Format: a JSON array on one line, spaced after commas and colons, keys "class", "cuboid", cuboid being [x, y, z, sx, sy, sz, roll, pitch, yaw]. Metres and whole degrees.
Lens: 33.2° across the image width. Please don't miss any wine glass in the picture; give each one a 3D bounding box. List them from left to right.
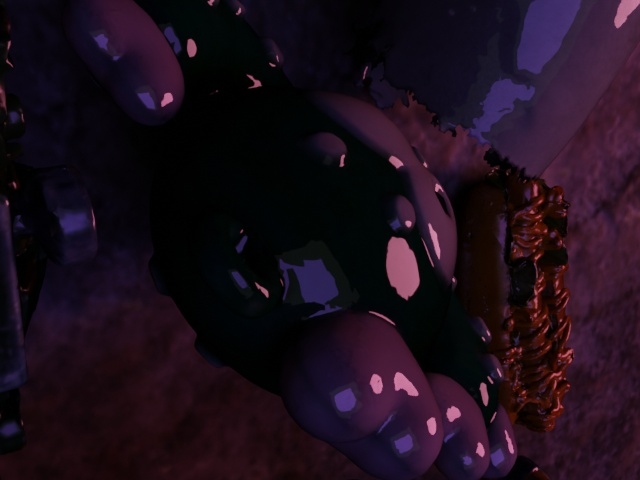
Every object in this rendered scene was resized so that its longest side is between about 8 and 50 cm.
[{"class": "wine glass", "cuboid": [0.135, -0.187, 0.518, 0.143, 0.143, 0.321, 30, 92, -36]}]

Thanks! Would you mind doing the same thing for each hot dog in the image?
[{"class": "hot dog", "cuboid": [0.120, 0.044, 0.651, 0.072, 0.055, 0.188, -21, 118, -25]}]

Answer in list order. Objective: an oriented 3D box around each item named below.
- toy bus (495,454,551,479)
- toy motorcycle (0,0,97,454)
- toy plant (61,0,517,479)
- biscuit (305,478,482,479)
[{"class": "toy bus", "cuboid": [0.097, 0.288, 0.665, 0.275, 0.167, 0.138, -43, 124, -11]}, {"class": "toy motorcycle", "cuboid": [-0.140, -0.037, 0.363, 0.125, 0.187, 0.274, -13, 134, -23]}, {"class": "toy plant", "cuboid": [-0.003, -0.004, 0.447, 0.112, 0.232, 0.243, -37, 155, 14]}, {"class": "biscuit", "cuboid": [-0.068, 0.201, 0.497, 0.334, 0.081, 0.289, -11, 148, -12]}]
